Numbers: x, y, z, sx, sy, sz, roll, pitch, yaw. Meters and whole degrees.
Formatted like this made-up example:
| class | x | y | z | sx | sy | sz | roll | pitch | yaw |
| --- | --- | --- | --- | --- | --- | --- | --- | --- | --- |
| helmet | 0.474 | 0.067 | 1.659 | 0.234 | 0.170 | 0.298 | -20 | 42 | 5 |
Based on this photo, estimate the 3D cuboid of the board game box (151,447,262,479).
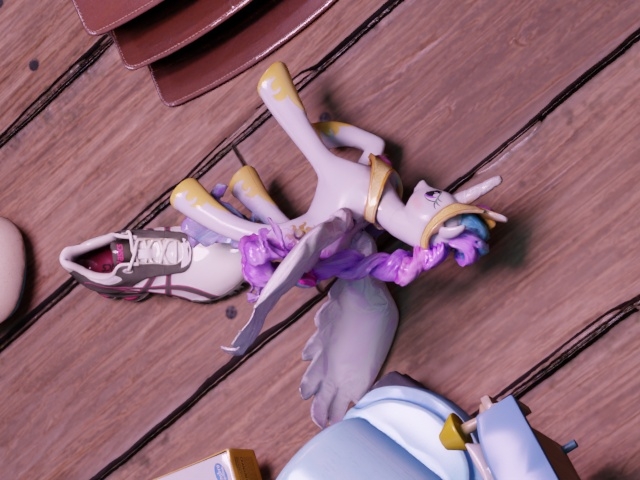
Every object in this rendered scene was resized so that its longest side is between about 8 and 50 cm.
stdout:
| class | x | y | z | sx | sy | sz | roll | pitch | yaw |
| --- | --- | --- | --- | --- | --- | --- | --- | --- | --- |
| board game box | -0.196 | 0.422 | 1.833 | 0.317 | 0.064 | 0.242 | -23 | 72 | 24 |

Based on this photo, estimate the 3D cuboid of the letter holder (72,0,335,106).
| class | x | y | z | sx | sy | sz | roll | pitch | yaw |
| --- | --- | --- | --- | --- | --- | --- | --- | --- | --- |
| letter holder | -0.154 | -0.335 | 1.922 | 0.302 | 0.152 | 0.214 | -31 | 71 | 20 |

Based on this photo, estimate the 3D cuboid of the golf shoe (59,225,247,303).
| class | x | y | z | sx | sy | sz | roll | pitch | yaw |
| --- | --- | --- | --- | --- | --- | --- | --- | --- | --- |
| golf shoe | -0.207 | 0.029 | 1.910 | 0.273 | 0.120 | 0.105 | -9 | 76 | 25 |

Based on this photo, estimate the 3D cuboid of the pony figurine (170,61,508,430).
| class | x | y | z | sx | sy | sz | roll | pitch | yaw |
| --- | --- | --- | --- | --- | --- | --- | --- | --- | --- |
| pony figurine | 0.000 | 0.000 | 1.734 | 0.363 | 0.303 | 0.351 | 34 | 83 | 32 |

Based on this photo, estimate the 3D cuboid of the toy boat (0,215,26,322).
| class | x | y | z | sx | sy | sz | roll | pitch | yaw |
| --- | --- | --- | --- | --- | --- | --- | --- | --- | --- |
| toy boat | -0.532 | 0.117 | 2.066 | 0.267 | 0.148 | 0.318 | -2 | 74 | 22 |

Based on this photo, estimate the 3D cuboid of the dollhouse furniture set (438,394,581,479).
| class | x | y | z | sx | sy | sz | roll | pitch | yaw |
| --- | --- | --- | --- | --- | --- | --- | --- | --- | --- |
| dollhouse furniture set | 0.227 | 0.345 | 1.552 | 0.198 | 0.286 | 0.303 | -34 | 59 | 14 |

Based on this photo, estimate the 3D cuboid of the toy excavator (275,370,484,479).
| class | x | y | z | sx | sy | sz | roll | pitch | yaw |
| --- | --- | --- | --- | --- | --- | --- | --- | --- | --- |
| toy excavator | -0.012 | 0.348 | 1.570 | 0.222 | 0.445 | 0.433 | 37 | 99 | 28 |
